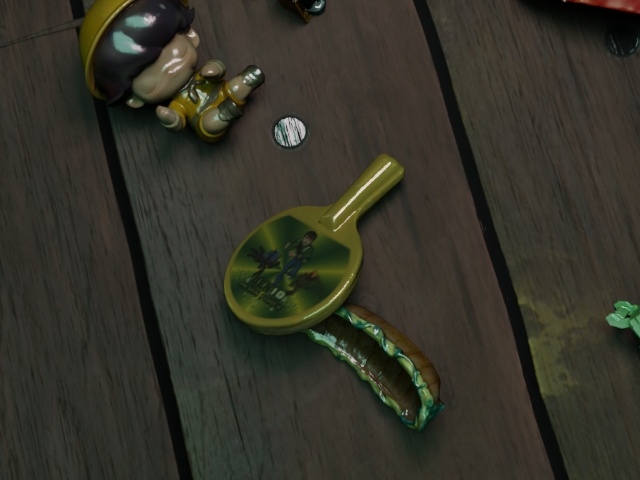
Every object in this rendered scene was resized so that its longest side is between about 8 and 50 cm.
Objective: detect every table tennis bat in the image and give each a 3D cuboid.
[{"bbox_3d":[0.000,0.000,1.562,0.321,0.050,0.198,-46,50,-12],"label":"table tennis bat"}]

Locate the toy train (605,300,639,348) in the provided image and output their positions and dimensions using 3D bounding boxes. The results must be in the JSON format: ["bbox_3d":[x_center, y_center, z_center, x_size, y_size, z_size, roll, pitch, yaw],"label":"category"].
[{"bbox_3d":[0.468,0.132,1.515,0.081,0.099,0.149,-41,87,31],"label":"toy train"}]

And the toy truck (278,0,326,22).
[{"bbox_3d":[-0.021,-0.425,1.644,0.115,0.080,0.178,29,85,18],"label":"toy truck"}]

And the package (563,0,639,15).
[{"bbox_3d":[0.490,-0.397,1.555,0.423,0.123,0.196,13,104,7],"label":"package"}]

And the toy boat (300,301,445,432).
[{"bbox_3d":[0.050,0.145,1.531,0.293,0.108,0.099,35,53,20],"label":"toy boat"}]

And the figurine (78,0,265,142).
[{"bbox_3d":[-0.223,-0.245,1.587,0.257,0.167,0.192,44,72,-12],"label":"figurine"}]
